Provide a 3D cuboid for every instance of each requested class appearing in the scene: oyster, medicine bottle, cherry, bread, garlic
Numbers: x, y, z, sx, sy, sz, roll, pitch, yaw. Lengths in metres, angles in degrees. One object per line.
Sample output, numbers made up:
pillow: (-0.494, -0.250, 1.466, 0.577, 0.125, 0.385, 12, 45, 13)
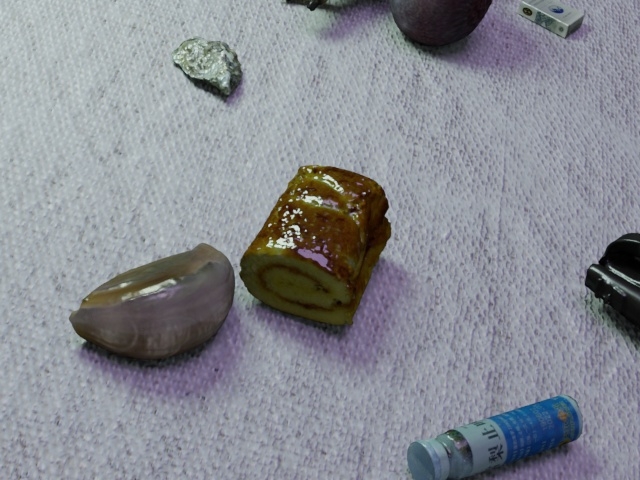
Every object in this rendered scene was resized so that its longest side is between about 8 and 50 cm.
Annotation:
oyster: (-0.143, -0.229, 1.975, 0.100, 0.037, 0.098, 22, 38, 9)
medicine bottle: (0.176, 0.199, 1.545, 0.191, 0.051, 0.051, -13, 46, -32)
cherry: (0.174, -0.357, 2.137, 0.140, 0.176, 0.176, 34, 38, -6)
bread: (0.000, 0.000, 1.688, 0.132, 0.103, 0.172, 16, 41, 11)
garlic: (-0.148, 0.061, 1.582, 0.101, 0.087, 0.195, 27, 40, 34)

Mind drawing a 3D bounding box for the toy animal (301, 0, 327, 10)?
toy animal: (0.034, -0.379, 2.155, 0.101, 0.103, 0.218, 30, 39, 35)

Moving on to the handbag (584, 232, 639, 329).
handbag: (0.469, 0.049, 1.788, 0.257, 0.113, 0.285, 31, 41, 30)

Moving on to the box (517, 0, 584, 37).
box: (0.337, -0.331, 2.274, 0.083, 0.024, 0.054, 32, 39, 21)
